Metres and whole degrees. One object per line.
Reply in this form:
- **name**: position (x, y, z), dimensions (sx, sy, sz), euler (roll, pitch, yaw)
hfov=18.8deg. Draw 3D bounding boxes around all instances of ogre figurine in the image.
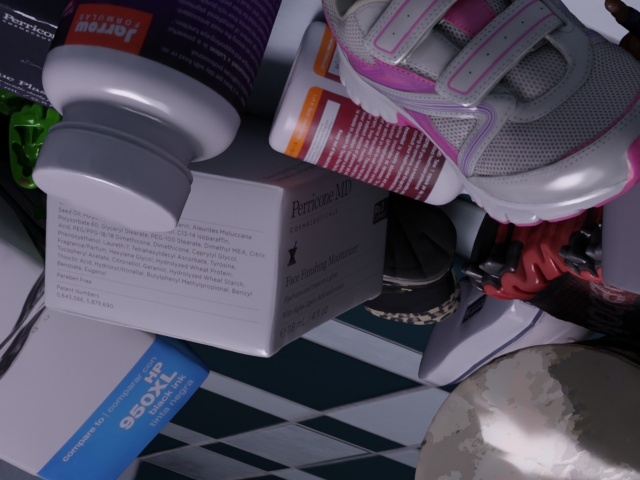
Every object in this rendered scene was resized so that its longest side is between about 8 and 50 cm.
- **ogre figurine**: position (-0.185, -0.044, 1.482), dimensions (0.197, 0.097, 0.118), euler (43, -171, 3)

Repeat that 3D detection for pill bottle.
- **pill bottle**: position (0.051, -0.073, 1.200), dimensions (0.152, 0.086, 0.086), euler (20, 165, -4)
- **pill bottle**: position (-0.083, -0.108, 1.022), dimensions (0.108, 0.194, 0.108), euler (16, 165, 5)

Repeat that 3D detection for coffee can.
- **coffee can**: position (0.203, 0.167, 1.361), dimensions (0.201, 0.202, 0.275), euler (12, -176, 21)

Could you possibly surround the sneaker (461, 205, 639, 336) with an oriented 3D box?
- **sneaker**: position (0.203, 0.002, 1.271), dimensions (0.135, 0.098, 0.276), euler (22, 166, -15)

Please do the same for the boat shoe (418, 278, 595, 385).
- **boat shoe**: position (0.157, 0.073, 1.595), dimensions (0.088, 0.096, 0.267), euler (25, 156, -8)

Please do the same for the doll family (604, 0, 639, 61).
- **doll family**: position (0.232, -0.096, 0.950), dimensions (0.193, 0.076, 0.111), euler (27, 168, -13)

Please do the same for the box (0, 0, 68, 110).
- **box**: position (-0.122, -0.132, 1.179), dimensions (0.156, 0.093, 0.158), euler (21, 163, -11)

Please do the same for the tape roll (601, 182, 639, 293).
- **tape roll**: position (0.259, -0.012, 1.030), dimensions (0.219, 0.072, 0.219), euler (1, -174, 0)

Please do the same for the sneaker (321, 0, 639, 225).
- **sneaker**: position (0.072, -0.095, 0.967), dimensions (0.252, 0.103, 0.111), euler (32, 162, 46)

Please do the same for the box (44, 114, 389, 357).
- **box**: position (-0.068, -0.012, 1.343), dimensions (0.181, 0.119, 0.181), euler (11, -163, 24)

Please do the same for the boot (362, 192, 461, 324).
- **boot**: position (0.000, 0.002, 1.530), dimensions (0.236, 0.085, 0.178), euler (16, 168, 14)

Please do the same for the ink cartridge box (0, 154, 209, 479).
- **ink cartridge box**: position (-0.311, 0.017, 1.571), dimensions (0.285, 0.166, 0.395), euler (45, -177, 36)
